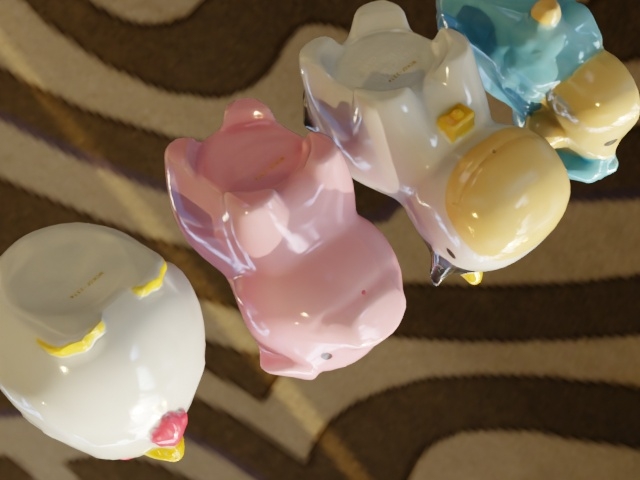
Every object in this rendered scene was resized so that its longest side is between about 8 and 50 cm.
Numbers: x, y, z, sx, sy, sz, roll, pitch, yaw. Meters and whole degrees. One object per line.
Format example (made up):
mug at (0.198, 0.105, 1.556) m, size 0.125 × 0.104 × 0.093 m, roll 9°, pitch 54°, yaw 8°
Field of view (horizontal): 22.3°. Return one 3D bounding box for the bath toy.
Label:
bath toy at (0.000, 0.000, 0.801) m, size 0.151 × 0.348 × 0.129 m, roll 38°, pitch 151°, yaw 37°
